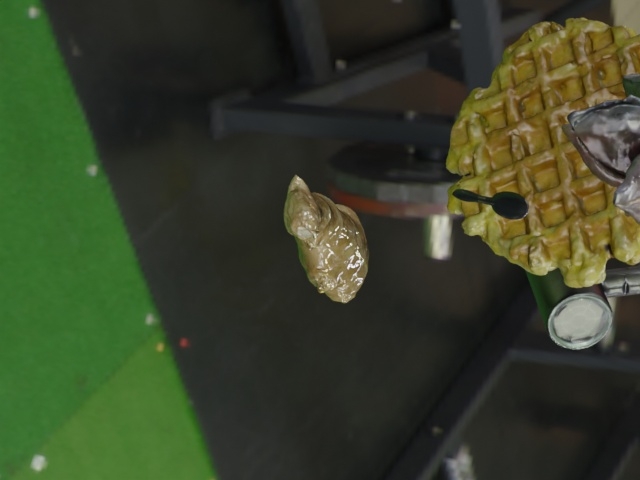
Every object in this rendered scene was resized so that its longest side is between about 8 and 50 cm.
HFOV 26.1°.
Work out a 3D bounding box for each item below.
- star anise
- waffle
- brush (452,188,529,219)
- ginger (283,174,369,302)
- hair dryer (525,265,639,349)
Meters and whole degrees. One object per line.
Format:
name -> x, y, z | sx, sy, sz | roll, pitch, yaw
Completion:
star anise -> 0.307, -0.077, 1.098 | 0.236, 0.229, 0.093 | -22, 131, -20
waffle -> 0.283, -0.106, 1.521 | 0.302, 0.325, 0.068 | -58, 141, -2
brush -> 0.147, -0.034, 1.197 | 0.008, 0.083, 0.024 | -4, 103, -45
ginger -> 0.000, 0.000, 1.737 | 0.294, 0.086, 0.131 | 39, 54, -73
hair dryer -> 0.371, 0.035, 1.641 | 0.195, 0.248, 0.078 | -96, -178, -59
